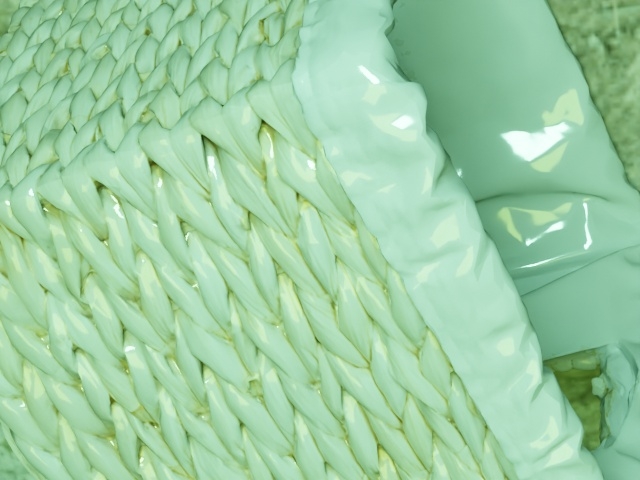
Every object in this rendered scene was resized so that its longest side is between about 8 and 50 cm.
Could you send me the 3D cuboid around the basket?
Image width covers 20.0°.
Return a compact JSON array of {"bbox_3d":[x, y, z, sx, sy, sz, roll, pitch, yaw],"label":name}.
[{"bbox_3d":[0.000,0.000,0.920,0.266,0.328,0.331,-18,119,20],"label":"basket"}]
